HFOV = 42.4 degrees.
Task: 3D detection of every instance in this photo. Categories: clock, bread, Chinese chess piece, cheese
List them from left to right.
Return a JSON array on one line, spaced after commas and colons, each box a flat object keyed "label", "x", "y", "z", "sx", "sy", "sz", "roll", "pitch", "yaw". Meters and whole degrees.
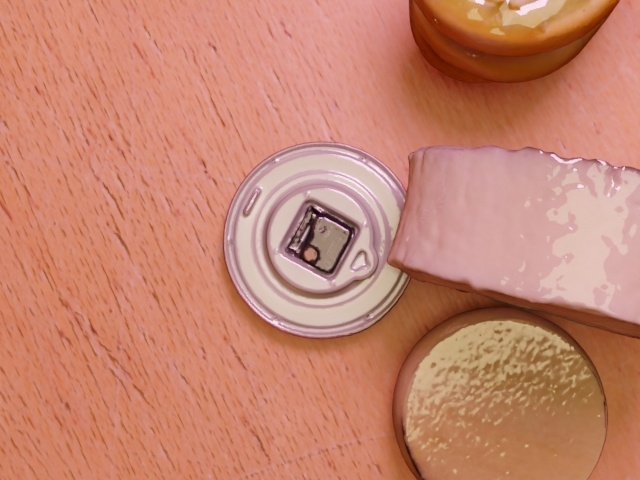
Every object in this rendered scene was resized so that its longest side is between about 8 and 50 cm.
[{"label": "clock", "x": 0.000, "y": 0.000, "z": 1.017, "sx": 0.244, "sy": 0.056, "sz": 0.244, "roll": 0, "pitch": 88, "yaw": 1}, {"label": "Chinese chess piece", "x": 0.211, "y": 0.203, "z": 0.983, "sx": 0.250, "sy": 0.097, "sz": 0.251, "roll": 0, "pitch": 89, "yaw": 2}, {"label": "bread", "x": 0.245, "y": -0.306, "z": 0.916, "sx": 0.211, "sy": 0.270, "sz": 0.316, "roll": 39, "pitch": 82, "yaw": 17}, {"label": "cheese", "x": 0.246, "y": 0.005, "z": 0.900, "sx": 0.332, "sy": 0.292, "sz": 0.153, "roll": 16, "pitch": 89, "yaw": 14}]
